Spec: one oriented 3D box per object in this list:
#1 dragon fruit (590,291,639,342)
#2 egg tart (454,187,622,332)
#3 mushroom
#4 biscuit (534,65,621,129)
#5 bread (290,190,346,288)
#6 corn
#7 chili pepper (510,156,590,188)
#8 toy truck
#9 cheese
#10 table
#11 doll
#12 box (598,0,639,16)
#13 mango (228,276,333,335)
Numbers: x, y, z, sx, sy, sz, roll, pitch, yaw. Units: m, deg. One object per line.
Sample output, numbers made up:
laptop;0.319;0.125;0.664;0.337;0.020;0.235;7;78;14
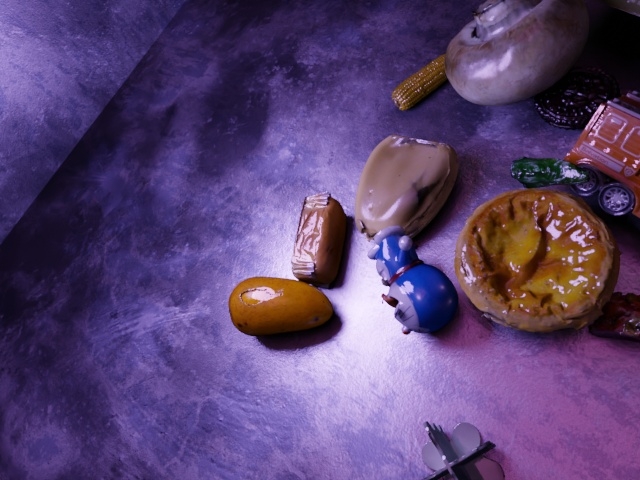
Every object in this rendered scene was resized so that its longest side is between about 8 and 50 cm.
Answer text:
dragon fruit;0.615;0.148;0.858;0.147;0.096;0.102;-2;62;23
egg tart;0.458;0.043;0.956;0.342;0.132;0.340;-12;58;20
mushroom;0.481;-0.496;1.110;0.352;0.260;0.352;-31;27;18
biscuit;0.646;-0.361;1.113;0.195;0.053;0.194;-11;62;21
bread;0.000;0.000;1.195;0.107;0.136;0.240;1;68;23
corn;0.315;-0.479;1.313;0.231;0.080;0.080;-38;56;3
chili pepper;0.499;-0.140;0.943;0.059;0.088;0.227;-52;12;6
toy truck;0.697;-0.125;0.849;0.174;0.206;0.387;-23;52;-28
cheese;0.211;-0.127;1.170;0.260;0.128;0.315;14;70;41
table;0.256;0.425;0.831;0.167;0.198;0.166;-10;63;20
doll;0.202;0.093;1.019;0.161;0.215;0.256;-28;62;-13
box;0.834;-0.618;0.963;0.373;0.138;0.420;-34;58;-17
mango;-0.112;0.170;1.141;0.291;0.191;0.159;-2;73;19
